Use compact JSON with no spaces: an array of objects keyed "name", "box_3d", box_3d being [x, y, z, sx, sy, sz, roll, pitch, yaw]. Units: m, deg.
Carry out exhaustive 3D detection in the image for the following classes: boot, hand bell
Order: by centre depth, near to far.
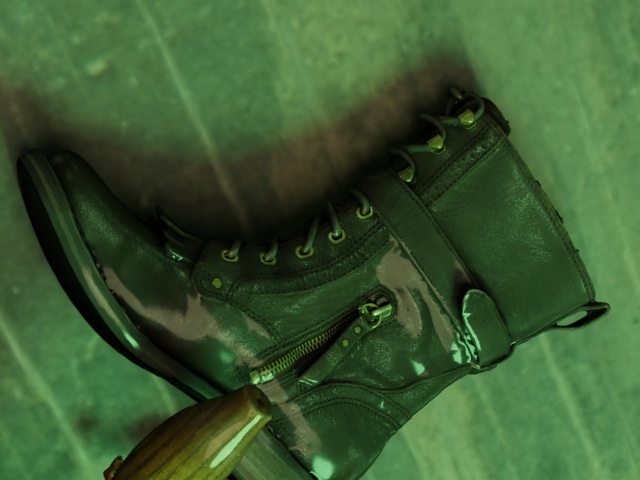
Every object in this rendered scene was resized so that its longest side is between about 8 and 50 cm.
[{"name":"hand bell","box_3d":[-0.115,0.144,0.809,0.242,0.126,0.126,-37,117,20]},{"name":"boot","box_3d":[0.000,0.000,0.859,0.229,0.091,0.263,-42,105,-11]}]

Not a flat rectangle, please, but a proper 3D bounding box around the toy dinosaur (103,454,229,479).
[{"name":"toy dinosaur","box_3d":[-0.070,0.124,0.887,0.082,0.090,0.047,-18,104,-46]}]
